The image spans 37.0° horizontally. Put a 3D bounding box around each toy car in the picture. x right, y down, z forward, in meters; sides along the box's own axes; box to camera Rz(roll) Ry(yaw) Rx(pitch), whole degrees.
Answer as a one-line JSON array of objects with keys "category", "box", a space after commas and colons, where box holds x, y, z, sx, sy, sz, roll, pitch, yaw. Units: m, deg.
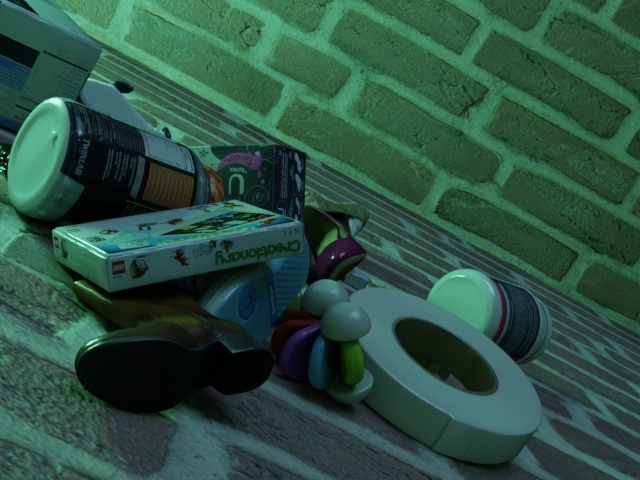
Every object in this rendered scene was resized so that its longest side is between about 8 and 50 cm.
[{"category": "toy car", "box": [-0.003, 0.159, 1.446, 0.136, 0.159, 0.182, -13, 29, -19]}]

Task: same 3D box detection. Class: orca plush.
[{"category": "orca plush", "box": [-0.486, -0.296, 2.285, 0.102, 0.151, 0.287, -2, -11, 42]}]

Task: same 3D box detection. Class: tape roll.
[{"category": "tape roll", "box": [0.196, 0.222, 1.638, 0.392, 0.072, 0.392, 26, 21, -10]}]

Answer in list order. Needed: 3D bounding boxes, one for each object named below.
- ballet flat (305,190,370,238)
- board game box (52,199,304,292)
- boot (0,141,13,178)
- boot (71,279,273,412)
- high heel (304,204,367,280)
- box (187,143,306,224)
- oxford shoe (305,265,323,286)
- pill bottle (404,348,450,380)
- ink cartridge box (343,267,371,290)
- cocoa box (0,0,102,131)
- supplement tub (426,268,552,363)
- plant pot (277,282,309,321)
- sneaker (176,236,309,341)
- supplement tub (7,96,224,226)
[{"category": "ballet flat", "box": [0.030, -0.045, 2.494, 0.123, 0.123, 0.348, 38, 13, 34]}, {"category": "board game box", "box": [-0.202, 0.000, 1.373, 0.305, 0.053, 0.193, -11, 18, -33]}, {"category": "boot", "box": [-0.502, -0.130, 1.643, 0.121, 0.045, 0.099, 9, 20, -43]}, {"category": "boot", "box": [-0.234, 0.099, 1.193, 0.264, 0.096, 0.280, -6, 25, -40]}, {"category": "high heel", "box": [0.000, 0.000, 2.064, 0.181, 0.127, 0.377, 52, -2, 2]}, {"category": "box", "box": [-0.167, -0.094, 1.776, 0.247, 0.163, 0.142, 1, -1, 22]}, {"category": "oxford shoe", "box": [-0.075, 0.051, 1.834, 0.227, 0.083, 0.096, 32, 9, 11]}, {"category": "pill bottle", "box": [0.204, 0.219, 1.842, 0.116, 0.065, 0.065, 32, 11, 11]}, {"category": "ink cartridge box", "box": [0.087, 0.089, 2.211, 0.048, 0.028, 0.083, 32, 11, 7]}, {"category": "cocoa box", "box": [-0.639, -0.386, 1.947, 0.231, 0.228, 0.347, 21, 14, -39]}, {"category": "supplement tub", "box": [0.379, 0.178, 2.143, 0.272, 0.191, 0.191, 18, 16, -46]}, {"category": "plant pot", "box": [-0.069, 0.107, 1.638, 0.079, 0.083, 0.083, 3, 27, -41]}, {"category": "sneaker", "box": [-0.166, 0.072, 1.474, 0.208, 0.127, 0.319, 8, 22, 21]}, {"category": "supplement tub", "box": [-0.323, -0.093, 1.551, 0.316, 0.193, 0.193, 21, 14, -42]}]
